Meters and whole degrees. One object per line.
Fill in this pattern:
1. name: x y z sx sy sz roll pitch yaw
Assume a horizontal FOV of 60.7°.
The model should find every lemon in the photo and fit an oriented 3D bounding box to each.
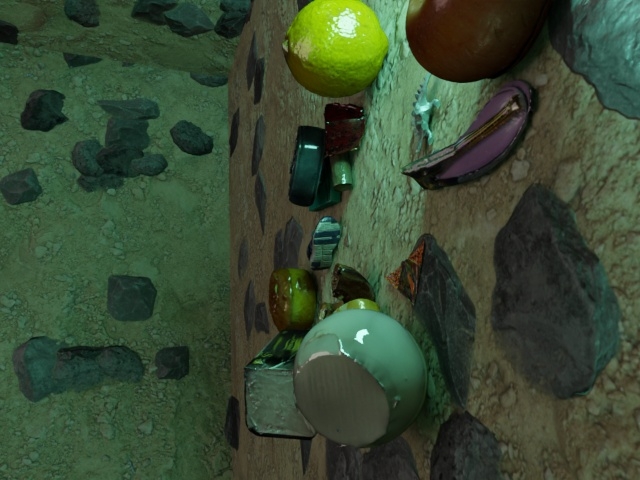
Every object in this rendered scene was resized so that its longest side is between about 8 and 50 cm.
1. lemon: 0.042 -0.529 1.507 0.293 0.292 0.293 -176 90 -70

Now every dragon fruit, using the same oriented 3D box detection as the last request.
1. dragon fruit: 0.069 -0.344 1.663 0.161 0.120 0.127 -96 5 -52

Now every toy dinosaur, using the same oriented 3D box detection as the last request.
1. toy dinosaur: 0.238 -0.304 1.257 0.082 0.039 0.209 -134 51 -67

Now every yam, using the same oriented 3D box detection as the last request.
1. yam: 0.063 -0.233 1.698 0.068 0.068 0.170 129 139 -59

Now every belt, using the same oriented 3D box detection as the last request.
1. belt: -0.042 -0.240 1.788 0.206 0.116 0.268 -100 19 -69

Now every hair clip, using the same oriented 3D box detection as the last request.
1. hair clip: 0.288 -0.181 1.075 0.110 0.095 0.358 -57 14 -30

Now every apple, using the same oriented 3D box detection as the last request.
1. apple: 0.266 -0.419 0.956 0.272 0.206 0.252 137 137 -64

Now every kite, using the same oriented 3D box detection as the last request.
1. kite: 0.211 0.098 1.308 0.222 0.008 0.125 125 143 -56

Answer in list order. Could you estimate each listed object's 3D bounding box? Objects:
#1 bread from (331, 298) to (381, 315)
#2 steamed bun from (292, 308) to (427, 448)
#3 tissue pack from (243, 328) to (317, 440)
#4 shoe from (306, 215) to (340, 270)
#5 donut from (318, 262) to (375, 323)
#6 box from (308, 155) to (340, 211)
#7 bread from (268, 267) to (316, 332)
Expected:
1. bread: 0.092 0.214 1.435 0.149 0.122 0.073 -40 38 27
2. steamed bun: 0.101 0.286 1.234 0.309 0.309 0.310 -176 90 -70
3. tissue pack: -0.057 0.380 1.517 0.370 0.209 0.198 -31 -62 -77
4. shoe: 0.000 0.000 1.791 0.106 0.091 0.207 -114 30 -43
5. donut: 0.070 0.165 1.509 0.085 0.141 0.217 -104 33 -62
6. box: 0.013 -0.193 1.865 0.226 0.042 0.161 162 109 -69
7. bread: -0.107 0.220 1.986 0.268 0.145 0.269 180 90 -73
